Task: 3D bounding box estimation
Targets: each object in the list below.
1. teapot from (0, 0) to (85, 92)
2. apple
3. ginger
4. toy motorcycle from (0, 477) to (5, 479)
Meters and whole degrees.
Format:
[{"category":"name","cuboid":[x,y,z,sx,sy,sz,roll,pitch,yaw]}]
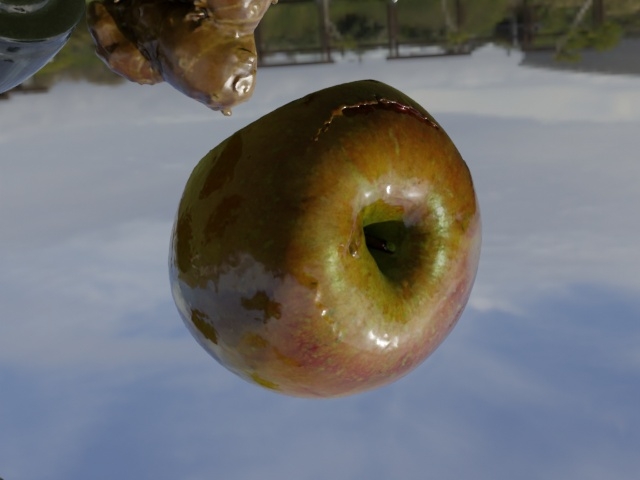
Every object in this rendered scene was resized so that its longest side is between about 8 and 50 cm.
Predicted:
[{"category":"teapot","cuboid":[-0.496,-0.311,1.432,0.321,0.239,0.239,30,-136,-19]},{"category":"apple","cuboid":[0.000,0.000,1.329,0.374,0.384,0.374,24,164,7]},{"category":"ginger","cuboid":[-0.203,-0.375,1.637,0.274,0.357,0.152,14,-157,6]},{"category":"toy motorcycle","cuboid":[-0.339,0.268,1.006,0.307,0.173,0.108,21,177,20]}]
